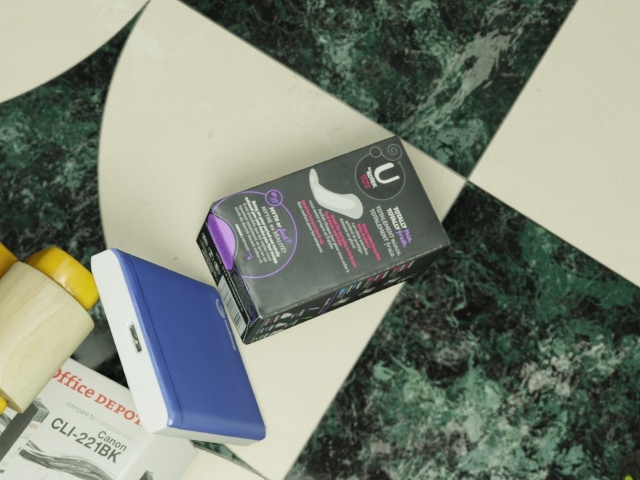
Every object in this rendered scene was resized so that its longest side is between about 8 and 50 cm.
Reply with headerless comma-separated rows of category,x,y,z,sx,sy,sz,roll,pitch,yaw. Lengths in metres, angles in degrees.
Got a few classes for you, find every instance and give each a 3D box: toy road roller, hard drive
toy road roller,-0.421,0.073,1.867,0.240,0.329,0.202,43,71,-15
hard drive,-0.161,0.133,1.905,0.040,0.319,0.210,-23,75,12

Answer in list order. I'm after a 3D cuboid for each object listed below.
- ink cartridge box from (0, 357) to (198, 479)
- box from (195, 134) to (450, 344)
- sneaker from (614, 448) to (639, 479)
ink cartridge box,-0.306,0.289,1.887,0.197,0.114,0.273,23,64,29
box,0.000,0.000,2.065,0.270,0.143,0.165,-21,78,-17
sneaker,0.442,0.415,2.025,0.121,0.111,0.300,8,72,-12
